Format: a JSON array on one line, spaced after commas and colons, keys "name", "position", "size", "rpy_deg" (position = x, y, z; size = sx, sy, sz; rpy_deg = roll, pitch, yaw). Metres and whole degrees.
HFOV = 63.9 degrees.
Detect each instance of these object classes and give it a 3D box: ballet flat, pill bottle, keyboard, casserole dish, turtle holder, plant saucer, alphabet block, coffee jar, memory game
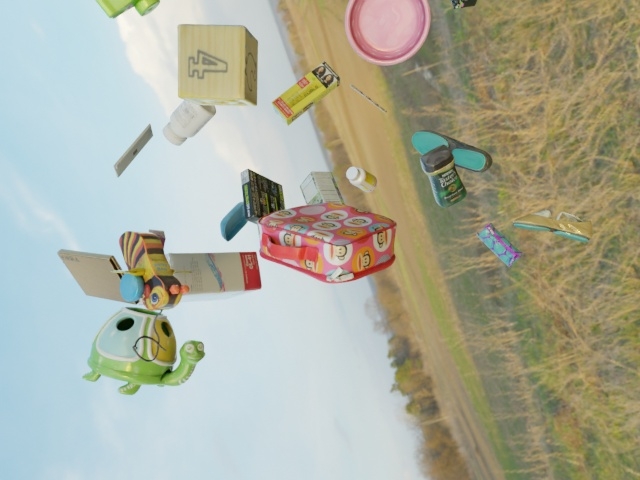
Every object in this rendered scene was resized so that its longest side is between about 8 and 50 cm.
[{"name": "ballet flat", "position": [0.696, -0.053, 1.539], "size": [0.080, 0.232, 0.073], "rpy_deg": [83, -160, -84]}, {"name": "pill bottle", "position": [-0.565, -0.515, 2.189], "size": [0.131, 0.229, 0.131], "rpy_deg": [40, -153, -25]}, {"name": "keyboard", "position": [-0.742, -0.360, 2.043], "size": [0.072, 0.014, 0.256], "rpy_deg": [111, -176, -57]}, {"name": "casserole dish", "position": [-0.334, -0.079, 1.997], "size": [0.188, 0.037, 0.114], "rpy_deg": [-52, -22, -37]}, {"name": "pill bottle", "position": [0.095, -0.144, 1.196], "size": [0.083, 0.043, 0.043], "rpy_deg": [21, -136, -52]}, {"name": "ballet flat", "position": [0.434, -0.287, 1.680], "size": [0.280, 0.096, 0.095], "rpy_deg": [31, 117, 30]}, {"name": "turtle holder", "position": [-0.537, 0.331, 1.545], "size": [0.243, 0.320, 0.227], "rpy_deg": [19, -98, -51]}, {"name": "plant saucer", "position": [0.264, -0.869, 2.025], "size": [0.084, 0.332, 0.332], "rpy_deg": [-72, -36, -62]}, {"name": "alphabet block", "position": [-0.290, -0.495, 1.473], "size": [0.192, 0.193, 0.197], "rpy_deg": [-57, -31, -79]}, {"name": "coffee jar", "position": [0.367, -0.193, 1.532], "size": [0.184, 0.096, 0.079], "rpy_deg": [56, -173, -37]}, {"name": "memory game", "position": [0.190, -0.563, 2.035], "size": [0.186, 0.012, 0.186], "rpy_deg": [34, -164, -11]}]

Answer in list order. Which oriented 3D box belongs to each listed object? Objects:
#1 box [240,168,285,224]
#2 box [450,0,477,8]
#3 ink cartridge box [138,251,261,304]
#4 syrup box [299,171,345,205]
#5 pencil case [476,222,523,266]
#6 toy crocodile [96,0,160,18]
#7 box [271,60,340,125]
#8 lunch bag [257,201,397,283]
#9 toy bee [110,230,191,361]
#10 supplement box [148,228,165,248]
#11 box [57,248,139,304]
[{"name": "box", "position": [-0.194, -0.135, 1.788], "size": [0.184, 0.045, 0.190], "rpy_deg": [24, -130, -53]}, {"name": "box", "position": [0.518, -0.877, 1.839], "size": [0.062, 0.083, 0.052], "rpy_deg": [103, 153, -70]}, {"name": "ink cartridge box", "position": [-0.369, 0.115, 1.564], "size": [0.306, 0.226, 0.131], "rpy_deg": [3, -104, -44]}, {"name": "syrup box", "position": [0.020, -0.124, 1.825], "size": [0.093, 0.096, 0.237], "rpy_deg": [-46, 58, 45]}, {"name": "pencil case", "position": [0.586, 0.014, 1.676], "size": [0.151, 0.064, 0.070], "rpy_deg": [50, 172, 24]}, {"name": "toy crocodile", "position": [-0.405, -0.658, 1.277], "size": [0.115, 0.340, 0.105], "rpy_deg": [56, 155, -14]}, {"name": "box", "position": [-0.049, -0.490, 1.708], "size": [0.087, 0.232, 0.058], "rpy_deg": [50, 173, 7]}, {"name": "lunch bag", "position": [0.000, 0.000, 1.160], "size": [0.293, 0.258, 0.120], "rpy_deg": [17, 115, 42]}, {"name": "toy bee", "position": [-0.369, 0.100, 1.191], "size": [0.298, 0.162, 0.195], "rpy_deg": [63, -149, -4]}, {"name": "supplement box", "position": [-0.569, -0.005, 1.776], "size": [0.083, 0.055, 0.043], "rpy_deg": [-133, 54, -62]}, {"name": "box", "position": [-0.599, 0.099, 1.386], "size": [0.021, 0.201, 0.164], "rpy_deg": [-58, -37, -43]}]
